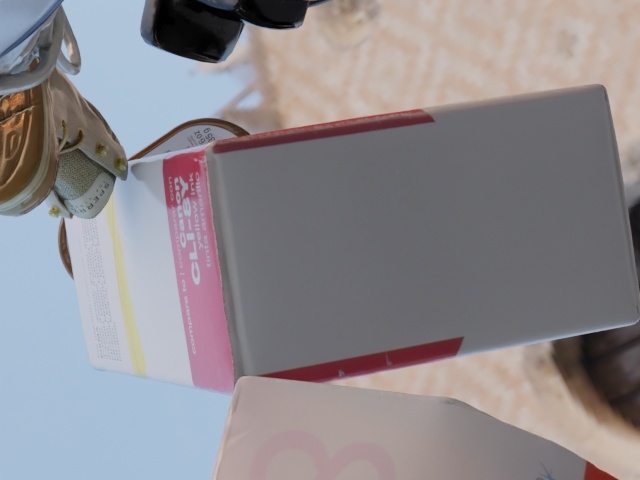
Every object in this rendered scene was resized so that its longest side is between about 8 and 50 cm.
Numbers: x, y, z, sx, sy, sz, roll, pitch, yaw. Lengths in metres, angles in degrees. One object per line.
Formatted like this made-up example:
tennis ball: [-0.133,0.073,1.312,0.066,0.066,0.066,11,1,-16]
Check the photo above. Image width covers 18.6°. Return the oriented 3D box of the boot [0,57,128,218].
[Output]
boot: [-0.176,-0.061,1.217,0.165,0.077,0.213,54,-173,-46]

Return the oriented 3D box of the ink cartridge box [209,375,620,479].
ink cartridge box: [0.062,0.153,0.722,0.066,0.232,0.189,73,-155,-52]

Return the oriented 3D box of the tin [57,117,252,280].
tin: [-0.127,-0.025,1.591,0.189,0.040,0.106,-35,-97,-2]

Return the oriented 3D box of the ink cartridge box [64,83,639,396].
ink cartridge box: [0.000,0.000,1.358,0.279,0.384,0.160,-11,-88,-21]

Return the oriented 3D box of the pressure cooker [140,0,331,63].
pressure cooker: [-0.088,-0.369,1.480,0.375,0.420,0.370,-41,-46,-30]

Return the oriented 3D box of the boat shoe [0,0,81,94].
boat shoe: [-0.171,-0.108,0.876,0.156,0.367,0.136,-7,-101,-42]
